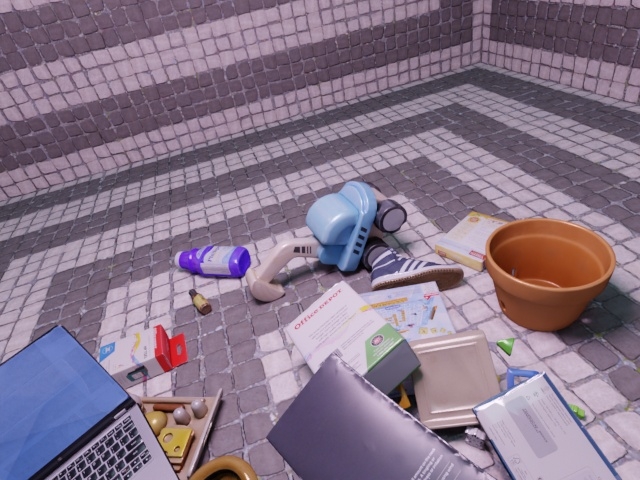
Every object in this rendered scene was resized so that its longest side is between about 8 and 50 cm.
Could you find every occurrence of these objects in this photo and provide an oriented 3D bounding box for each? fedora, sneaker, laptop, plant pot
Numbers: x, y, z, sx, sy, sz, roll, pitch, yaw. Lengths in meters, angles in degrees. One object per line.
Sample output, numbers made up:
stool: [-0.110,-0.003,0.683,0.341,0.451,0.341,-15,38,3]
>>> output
fedora: [-0.200,0.549,0.821,0.195,0.079,0.194,-9,46,10]
sneaker: [0.295,0.087,1.283,0.283,0.099,0.153,-10,38,8]
laptop: [-0.573,0.470,0.822,0.382,0.236,0.408,-39,52,-19]
plant pot: [0.593,0.102,1.082,0.291,0.203,0.290,-9,36,7]

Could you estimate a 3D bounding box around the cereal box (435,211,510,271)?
cereal box: [0.530,-0.004,1.377,0.240,0.047,0.173,-35,41,-28]

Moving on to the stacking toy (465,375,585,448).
stacking toy: [0.435,0.389,0.870,0.221,0.052,0.167,12,43,29]

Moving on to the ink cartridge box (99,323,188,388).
ink cartridge box: [-0.526,0.341,1.206,0.231,0.078,0.134,-21,37,-12]

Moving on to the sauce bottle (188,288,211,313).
sauce bottle: [-0.417,0.205,1.387,0.042,0.042,0.128,-32,42,-25]

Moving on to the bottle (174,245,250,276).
bottle: [-0.408,0.076,1.517,0.283,0.092,0.118,1,39,18]

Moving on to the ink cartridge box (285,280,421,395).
ink cartridge box: [0.067,0.252,0.975,0.201,0.117,0.278,-40,34,-7]

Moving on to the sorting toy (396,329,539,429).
sorting toy: [0.299,0.313,0.914,0.348,0.047,0.195,-14,62,16]

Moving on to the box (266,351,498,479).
box: [0.135,0.399,0.677,0.313,0.343,0.179,29,72,43]

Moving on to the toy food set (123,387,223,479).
toy food set: [-0.413,0.462,0.995,0.306,0.092,0.219,-4,36,12]

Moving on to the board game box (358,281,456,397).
board game box: [0.198,0.264,1.097,0.319,0.065,0.318,-10,37,4]

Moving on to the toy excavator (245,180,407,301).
toy excavator: [0.000,0.000,1.356,0.446,0.432,0.222,4,28,-27]

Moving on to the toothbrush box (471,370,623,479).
toothbrush box: [0.363,0.354,0.669,0.126,0.295,0.216,-30,61,5]
